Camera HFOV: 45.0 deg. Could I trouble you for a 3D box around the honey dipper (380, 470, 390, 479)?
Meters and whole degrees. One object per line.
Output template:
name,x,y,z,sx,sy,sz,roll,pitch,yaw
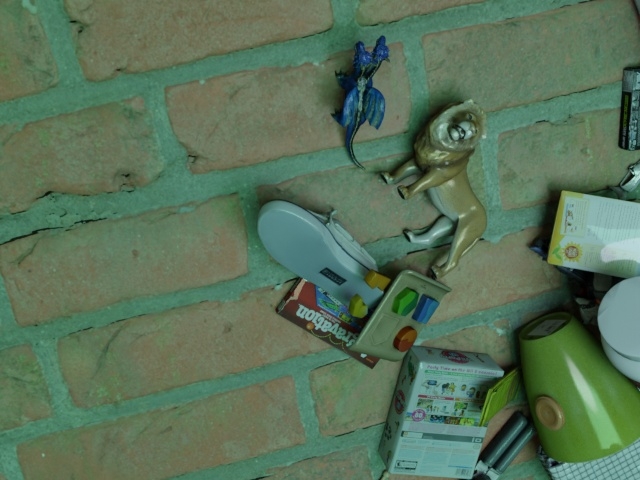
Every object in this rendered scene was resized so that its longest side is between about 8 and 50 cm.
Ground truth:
honey dipper,0.128,0.650,1.956,0.030,0.030,0.160,33,96,-20

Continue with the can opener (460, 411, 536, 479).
can opener,0.455,0.571,1.976,0.074,0.093,0.280,35,93,-20

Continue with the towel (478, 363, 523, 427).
towel,0.441,0.371,1.855,0.237,0.021,0.102,-12,118,-57

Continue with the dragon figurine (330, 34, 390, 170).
dragon figurine,0.080,-0.275,1.580,0.085,0.144,0.289,1,107,-13

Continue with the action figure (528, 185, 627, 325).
action figure,0.680,0.045,1.810,0.341,0.178,0.330,21,93,-19

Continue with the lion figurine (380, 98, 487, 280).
lion figurine,0.288,-0.105,1.706,0.240,0.142,0.392,-30,126,-10

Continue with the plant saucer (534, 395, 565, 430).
plant saucer,0.526,0.399,1.780,0.013,0.083,0.083,-18,113,-32

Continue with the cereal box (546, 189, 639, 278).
cereal box,0.647,-0.010,1.740,0.240,0.047,0.172,12,97,12

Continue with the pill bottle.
pill bottle,0.760,0.226,1.704,0.229,0.229,0.408,-51,137,6

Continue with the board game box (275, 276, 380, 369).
board game box,0.051,0.175,1.785,0.281,0.027,0.145,32,100,-20

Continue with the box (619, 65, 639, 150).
box,0.788,-0.310,1.784,0.184,0.045,0.190,-8,108,-12

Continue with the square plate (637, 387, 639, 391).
square plate,0.830,0.551,2.072,0.347,0.049,0.344,34,97,-20

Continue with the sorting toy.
sorting toy,0.160,0.168,1.708,0.229,0.041,0.307,-54,142,9

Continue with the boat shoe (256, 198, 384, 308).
boat shoe,0.008,-0.003,1.659,0.136,0.156,0.367,-33,127,29

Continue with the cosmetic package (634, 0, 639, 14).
cosmetic package,0.869,-0.539,1.520,0.330,0.393,0.327,-29,103,-2

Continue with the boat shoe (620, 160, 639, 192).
boat shoe,0.747,-0.163,1.828,0.035,0.035,0.100,27,107,-22

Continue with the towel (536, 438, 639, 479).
towel,0.719,0.558,1.963,0.284,0.121,0.235,-31,110,0

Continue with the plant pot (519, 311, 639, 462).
plant pot,0.603,0.329,1.855,0.275,0.275,0.293,-27,98,-3

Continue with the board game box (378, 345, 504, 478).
board game box,0.291,0.421,1.882,0.224,0.097,0.303,9,107,-16
